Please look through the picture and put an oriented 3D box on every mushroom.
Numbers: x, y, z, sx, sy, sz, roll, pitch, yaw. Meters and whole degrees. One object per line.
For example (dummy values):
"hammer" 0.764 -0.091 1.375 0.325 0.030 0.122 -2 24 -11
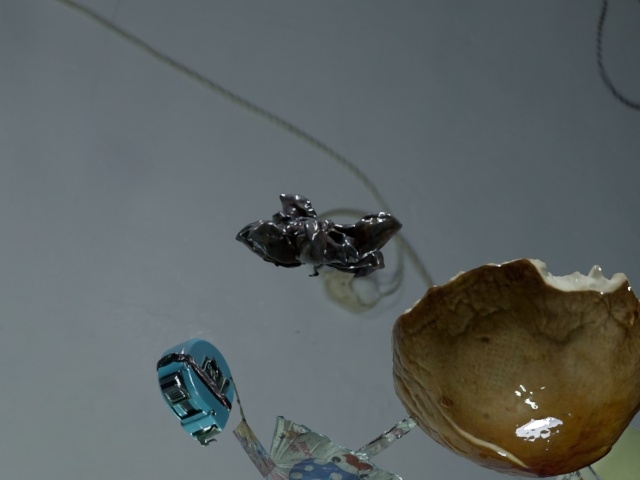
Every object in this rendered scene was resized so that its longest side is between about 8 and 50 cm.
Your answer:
"mushroom" 0.172 0.105 0.947 0.233 0.302 0.208 34 87 -6

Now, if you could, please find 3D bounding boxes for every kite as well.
"kite" 0.042 0.309 1.374 0.314 0.335 0.011 -20 119 -42
"kite" -0.040 0.117 0.600 0.002 0.078 0.044 -32 58 -26

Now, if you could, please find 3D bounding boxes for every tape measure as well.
"tape measure" -0.184 0.213 1.487 0.146 0.081 0.125 56 24 -23

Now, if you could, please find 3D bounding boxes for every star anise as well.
"star anise" -0.004 -0.001 1.565 0.283 0.212 0.129 4 96 -37

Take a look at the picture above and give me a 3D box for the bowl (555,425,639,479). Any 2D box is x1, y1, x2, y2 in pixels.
"bowl" 0.384 0.338 1.223 0.238 0.237 0.126 18 113 -21
